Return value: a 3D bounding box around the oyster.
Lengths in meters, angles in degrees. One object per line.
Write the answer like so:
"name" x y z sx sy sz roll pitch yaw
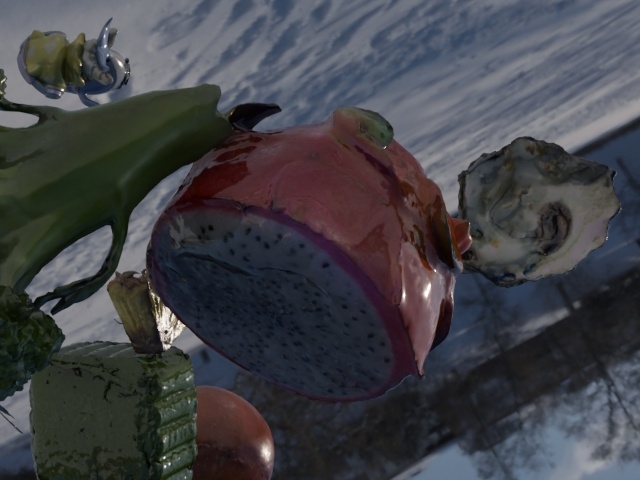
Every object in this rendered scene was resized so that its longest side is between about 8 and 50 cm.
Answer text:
"oyster" 0.294 -0.033 1.197 0.223 0.214 0.083 17 -173 20

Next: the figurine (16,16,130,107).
"figurine" -0.409 -0.301 1.454 0.184 0.128 0.208 10 161 -37

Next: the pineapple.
"pineapple" -0.198 0.090 1.060 0.069 0.116 0.137 -9 156 31

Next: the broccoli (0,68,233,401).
"broccoli" -0.264 -0.038 0.692 0.302 0.254 0.186 -53 178 -29

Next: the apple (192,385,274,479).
"apple" -0.213 0.370 1.455 0.272 0.251 0.206 -37 -144 18

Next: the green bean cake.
"green bean cake" -0.269 0.236 1.108 0.214 0.200 0.113 0 -178 22

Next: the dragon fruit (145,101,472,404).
"dragon fruit" 0.000 0.000 0.779 0.290 0.290 0.189 -35 -159 55

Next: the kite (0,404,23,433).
"kite" -0.570 0.290 1.500 0.137 0.152 0.005 16 -126 35
